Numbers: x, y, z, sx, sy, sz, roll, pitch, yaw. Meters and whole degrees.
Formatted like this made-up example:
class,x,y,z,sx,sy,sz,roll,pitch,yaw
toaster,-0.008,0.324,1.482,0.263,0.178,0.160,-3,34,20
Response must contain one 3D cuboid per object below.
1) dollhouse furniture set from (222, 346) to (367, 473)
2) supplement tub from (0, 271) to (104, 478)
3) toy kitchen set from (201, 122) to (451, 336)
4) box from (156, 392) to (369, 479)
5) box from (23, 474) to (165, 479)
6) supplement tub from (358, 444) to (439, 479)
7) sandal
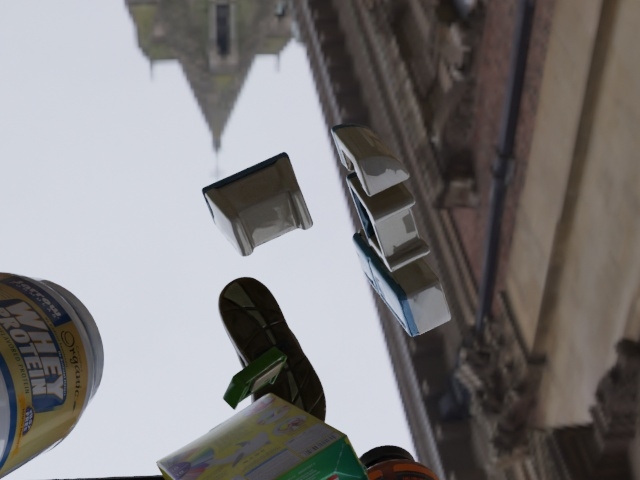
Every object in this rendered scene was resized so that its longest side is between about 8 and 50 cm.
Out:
class,x,y,z,sx,sy,sz,roll,pitch,yaw
dollhouse furniture set,-0.010,0.164,1.159,0.152,0.076,0.058,40,-138,18
supplement tub,-0.248,0.099,0.962,0.144,0.144,0.200,13,-170,12
toy kitchen set,0.000,0.000,1.231,0.166,0.207,0.122,-25,-144,-7
box,-0.049,0.160,0.959,0.105,0.043,0.179,-30,-164,-16
box,-0.222,0.390,1.200,0.183,0.294,0.296,2,-118,-22
supplement tub,0.083,0.287,1.335,0.106,0.106,0.198,-5,-150,-9
sandal,-0.048,0.119,1.279,0.072,0.180,0.049,-24,-177,-17
